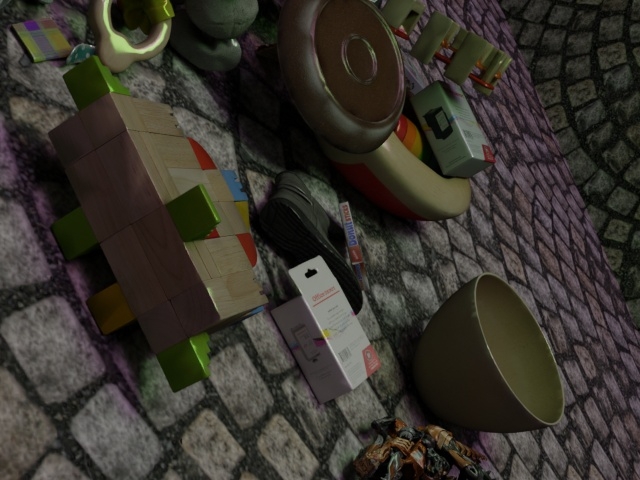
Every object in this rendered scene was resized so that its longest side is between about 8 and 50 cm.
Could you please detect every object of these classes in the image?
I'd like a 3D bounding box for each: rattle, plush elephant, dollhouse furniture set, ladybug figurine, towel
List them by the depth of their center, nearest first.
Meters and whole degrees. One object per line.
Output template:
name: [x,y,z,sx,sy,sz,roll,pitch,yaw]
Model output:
towel: [-0.368,-0.266,1.106,0.060,0.009,0.083,58,29,-5]
rattle: [-0.315,-0.294,1.194,0.200,0.142,0.130,-61,146,-15]
plush elephant: [-0.169,-0.438,1.335,0.255,0.272,0.330,46,58,3]
dollhouse furniture set: [0.225,-0.364,1.617,0.259,0.135,0.262,36,17,15]
ladybug figurine: [0.141,-0.180,1.674,0.449,0.162,0.305,35,37,-37]

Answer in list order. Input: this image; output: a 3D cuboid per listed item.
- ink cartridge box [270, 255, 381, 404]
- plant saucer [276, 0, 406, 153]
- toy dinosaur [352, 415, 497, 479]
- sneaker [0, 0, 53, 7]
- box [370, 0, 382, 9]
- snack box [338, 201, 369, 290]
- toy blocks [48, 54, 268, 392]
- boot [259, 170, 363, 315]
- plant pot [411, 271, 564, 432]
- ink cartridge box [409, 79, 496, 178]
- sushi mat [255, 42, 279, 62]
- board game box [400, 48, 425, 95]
ink cartridge box: [0.001,0.132,1.260,0.198,0.067,0.115,62,29,3]
plant saucer: [0.054,-0.304,1.422,0.310,0.050,0.311,14,71,-45]
toy dinosaur: [0.182,0.352,1.272,0.322,0.164,0.218,-12,55,-38]
sneaker: [-0.376,-0.339,1.020,0.210,0.137,0.366,27,49,-50]
box: [-0.039,-0.519,1.623,0.270,0.060,0.216,12,12,-35]
snack box: [0.057,0.008,1.450,0.178,0.022,0.064,-101,177,-53]
toy blocks: [-0.174,-0.026,1.054,0.381,0.190,0.261,63,17,5]
boot: [0.000,0.000,1.376,0.246,0.083,0.161,55,21,-14]
plant pot: [0.277,0.224,1.482,0.284,0.191,0.284,37,36,-34]
ink cartridge box: [0.264,-0.220,1.657,0.127,0.072,0.175,0,64,-57]
sushi mat: [0.021,-0.360,1.670,0.316,0.151,0.019,9,78,-56]
board game box: [0.117,-0.432,1.894,0.303,0.097,0.224,44,19,-26]
